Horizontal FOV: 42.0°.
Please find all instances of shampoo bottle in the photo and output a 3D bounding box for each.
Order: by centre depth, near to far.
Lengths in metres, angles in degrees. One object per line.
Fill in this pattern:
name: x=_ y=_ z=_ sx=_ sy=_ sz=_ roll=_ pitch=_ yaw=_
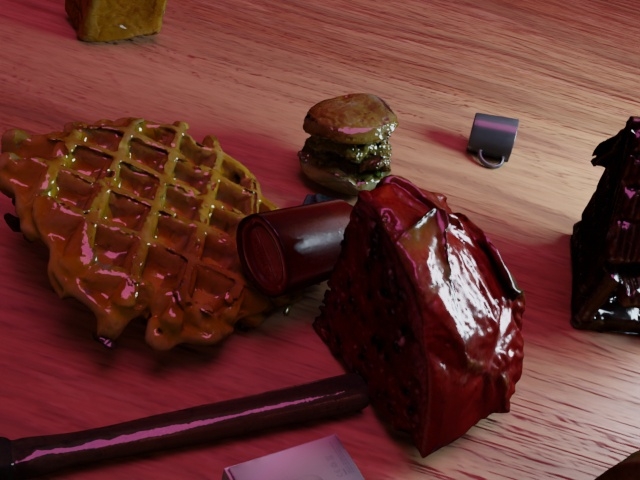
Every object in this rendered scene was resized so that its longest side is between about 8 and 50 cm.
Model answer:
shampoo bottle: x=0.000 y=0.000 z=1.057 sx=0.260 sy=0.064 sz=0.102 roll=-16 pitch=80 yaw=-58

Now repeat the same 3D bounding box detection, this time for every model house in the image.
model house: x=0.521 y=-0.034 z=1.184 sx=0.317 sy=0.282 sz=0.297 roll=8 pitch=37 yaw=-8

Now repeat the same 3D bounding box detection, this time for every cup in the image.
cup: x=0.300 y=-0.174 z=1.471 sx=0.077 sy=0.078 sz=0.100 roll=14 pitch=67 yaw=7

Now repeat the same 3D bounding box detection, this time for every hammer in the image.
hammer: x=-0.150 y=0.191 z=0.862 sx=0.440 sy=0.044 sz=0.168 roll=-7 pitch=41 yaw=-26

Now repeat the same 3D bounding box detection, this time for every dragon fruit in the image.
dragon fruit: x=0.135 y=0.064 z=1.042 sx=0.240 sy=0.302 sz=0.330 roll=0 pitch=8 yaw=36

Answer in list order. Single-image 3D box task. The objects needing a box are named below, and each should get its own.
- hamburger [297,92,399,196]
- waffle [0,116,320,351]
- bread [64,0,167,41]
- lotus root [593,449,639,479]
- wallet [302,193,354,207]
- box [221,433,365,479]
hamburger: x=0.039 y=-0.150 z=1.304 sx=0.159 sy=0.131 sz=0.185 roll=-8 pitch=35 yaw=-15
waffle: x=-0.193 y=-0.028 z=1.050 sx=0.382 sy=0.095 sz=0.380 roll=46 pitch=34 yaw=19
bread: x=-0.377 y=-0.450 z=1.528 sx=0.158 sy=0.143 sz=0.149 roll=-9 pitch=49 yaw=-28
lotus root: x=0.352 y=0.314 z=0.623 sx=0.111 sy=0.375 sz=0.390 roll=-9 pitch=31 yaw=-34
wallet: x=0.033 y=-0.028 z=1.219 sx=0.129 sy=0.026 sz=0.088 roll=18 pitch=37 yaw=3
box: x=-0.013 y=0.265 z=0.809 sx=0.129 sy=0.051 sz=0.130 roll=-10 pitch=43 yaw=-29
